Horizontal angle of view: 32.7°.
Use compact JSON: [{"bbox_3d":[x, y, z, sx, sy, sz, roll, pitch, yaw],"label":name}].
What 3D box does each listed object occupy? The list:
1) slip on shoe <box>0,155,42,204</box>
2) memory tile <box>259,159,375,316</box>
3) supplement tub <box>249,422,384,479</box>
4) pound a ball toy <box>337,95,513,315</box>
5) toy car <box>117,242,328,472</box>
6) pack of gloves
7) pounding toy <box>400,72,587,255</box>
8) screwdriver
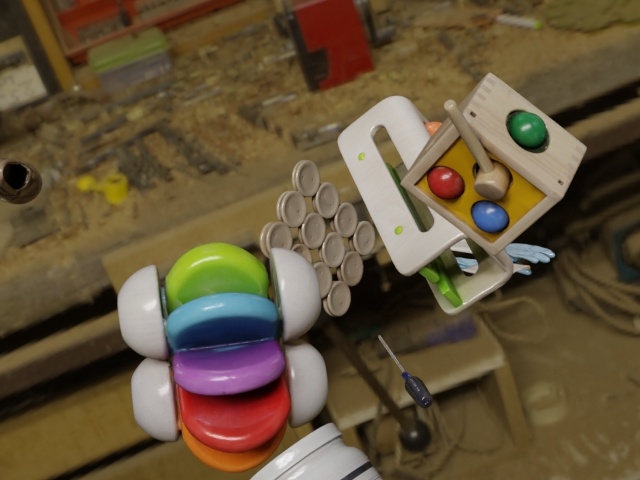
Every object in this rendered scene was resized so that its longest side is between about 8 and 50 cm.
[{"bbox_3d":[-0.343,-0.070,1.226,0.041,0.052,0.135,4,-8,15],"label":"slip on shoe"},{"bbox_3d":[0.000,0.000,1.094,0.012,0.148,0.113,1,58,39],"label":"memory tile"},{"bbox_3d":[0.031,0.428,1.603,0.191,0.191,0.272,-32,75,-20],"label":"supplement tub"},{"bbox_3d":[0.156,-0.054,1.438,0.135,0.208,0.319,-36,45,15],"label":"pound a ball toy"},{"bbox_3d":[-0.073,0.096,0.852,0.159,0.182,0.136,-6,22,-6],"label":"toy car"},{"bbox_3d":[0.306,0.048,2.039,0.232,0.046,0.195,8,21,45],"label":"pack of gloves"},{"bbox_3d":[0.144,-0.069,0.943,0.100,0.130,0.141,-56,4,-38],"label":"pounding toy"},{"bbox_3d":[0.102,0.166,1.402,0.025,0.024,0.170,-56,29,6],"label":"screwdriver"}]
